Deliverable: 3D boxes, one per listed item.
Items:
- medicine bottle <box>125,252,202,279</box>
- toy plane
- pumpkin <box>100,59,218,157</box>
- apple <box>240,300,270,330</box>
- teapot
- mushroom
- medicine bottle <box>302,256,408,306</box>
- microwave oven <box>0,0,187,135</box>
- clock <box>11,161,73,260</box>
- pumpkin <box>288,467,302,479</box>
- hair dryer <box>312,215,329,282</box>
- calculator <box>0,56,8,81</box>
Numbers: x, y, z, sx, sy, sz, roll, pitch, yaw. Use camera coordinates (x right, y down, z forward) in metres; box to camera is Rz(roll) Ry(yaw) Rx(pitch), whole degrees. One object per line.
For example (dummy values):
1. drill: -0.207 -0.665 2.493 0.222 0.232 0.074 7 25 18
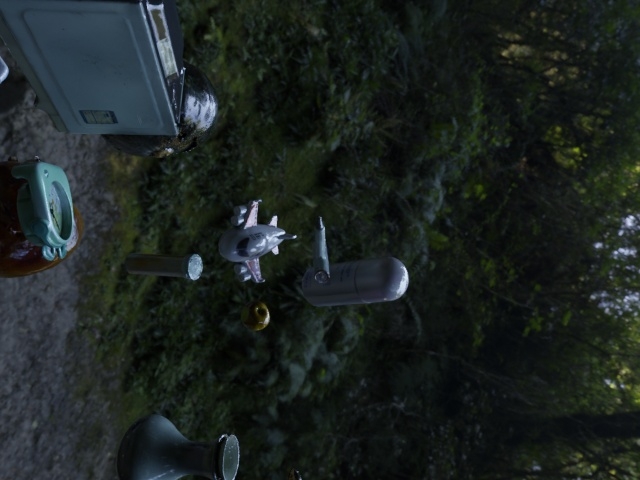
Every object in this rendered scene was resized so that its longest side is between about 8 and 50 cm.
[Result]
1. medicine bottle: -0.449 0.070 1.631 0.074 0.218 0.073 2 90 -69
2. toy plane: -0.193 0.002 1.685 0.118 0.252 0.252 9 -110 39
3. pumpkin: -0.592 -0.469 2.055 0.454 0.455 0.343 146 -59 -71
4. apple: -0.241 0.283 2.155 0.102 0.099 0.114 -31 -129 48
5. teapot: -0.317 0.484 1.278 0.183 0.251 0.183 -3 90 -79
6. mushroom: -0.858 -0.065 1.640 0.260 0.346 0.345 41 -72 50
7. medicine bottle: 0.105 0.121 1.668 0.341 0.130 0.130 -12 -131 44
8. microwave oven: -0.411 -0.389 1.078 0.354 0.287 0.218 94 -5 -64
9. clock: -0.528 -0.054 1.097 0.148 0.060 0.188 170 -88 -85
10. pumpkin: -0.059 0.589 1.385 0.083 0.028 0.050 -114 -141 -62
11. hair dryer: -0.001 -0.006 1.488 0.154 0.044 0.182 -99 -173 -60
12. calculator: -0.906 -0.485 1.469 0.121 0.210 0.039 -35 -174 -29
